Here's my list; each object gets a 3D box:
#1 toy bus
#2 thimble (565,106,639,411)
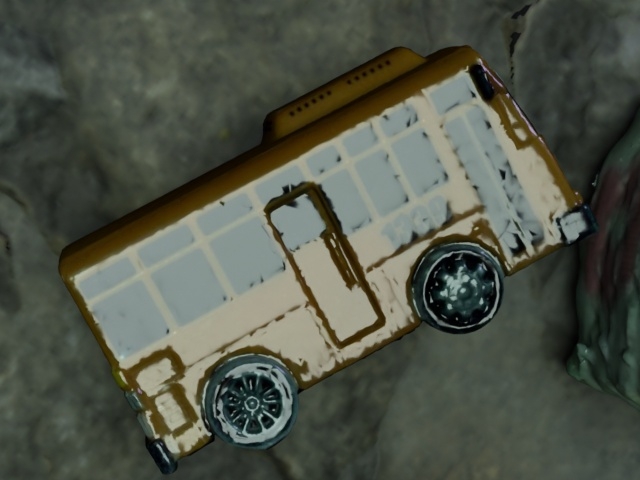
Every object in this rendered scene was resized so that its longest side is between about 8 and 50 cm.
[{"bbox_3d":[0.000,0.000,0.530,0.201,0.098,0.114,-28,97,-5],"label":"toy bus"},{"bbox_3d":[0.211,0.010,0.538,0.211,0.149,0.185,-37,100,-5],"label":"thimble"}]
